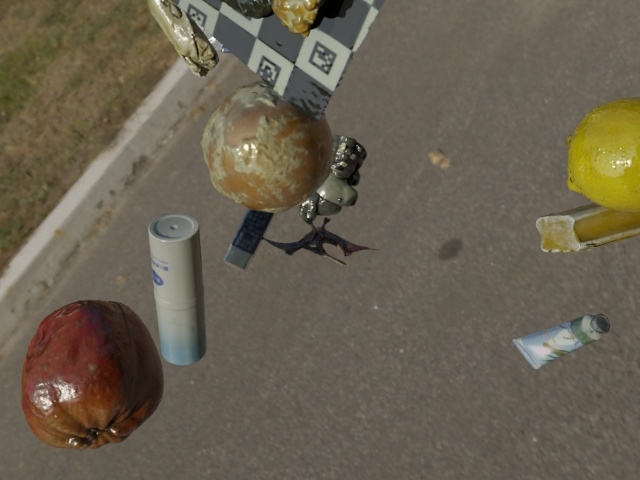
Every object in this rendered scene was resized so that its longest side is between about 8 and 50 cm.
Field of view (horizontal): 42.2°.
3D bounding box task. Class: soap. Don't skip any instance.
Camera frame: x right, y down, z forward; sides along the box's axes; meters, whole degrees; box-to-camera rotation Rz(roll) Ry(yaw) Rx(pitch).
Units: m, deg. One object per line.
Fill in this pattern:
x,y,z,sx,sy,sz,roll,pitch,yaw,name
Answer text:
0.618,-0.045,1.752,0.274,0.089,0.173,-14,1,-13,soap

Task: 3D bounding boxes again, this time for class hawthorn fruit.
-0.406,0.236,1.464,0.258,0.258,0.261,-16,84,31,hawthorn fruit

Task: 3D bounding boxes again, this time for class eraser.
-0.104,-0.048,1.466,0.092,0.046,0.212,124,172,-83,eraser

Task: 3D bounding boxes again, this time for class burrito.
-0.191,-0.289,1.123,0.055,0.149,0.041,-29,11,39,burrito

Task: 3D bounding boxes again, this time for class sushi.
-0.059,-0.218,0.670,0.050,0.215,0.192,-41,-12,-46,sushi

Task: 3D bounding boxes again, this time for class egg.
-0.077,-0.141,1.258,0.203,0.203,0.245,-42,-2,0,egg

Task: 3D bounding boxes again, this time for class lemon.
0.462,-0.126,1.217,0.206,0.173,0.173,-7,49,39,lemon

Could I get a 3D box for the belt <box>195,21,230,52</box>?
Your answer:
-0.147,-0.545,1.653,0.213,0.117,0.346,22,106,19,belt

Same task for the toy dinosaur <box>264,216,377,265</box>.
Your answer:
0.000,0.001,1.567,0.220,0.032,0.108,2,41,0,toy dinosaur

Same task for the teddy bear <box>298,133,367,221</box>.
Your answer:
0.047,-0.160,2.234,0.144,0.171,0.250,19,100,15,teddy bear

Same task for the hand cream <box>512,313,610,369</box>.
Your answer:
0.506,0.209,1.746,0.055,0.088,0.256,-42,1,-32,hand cream

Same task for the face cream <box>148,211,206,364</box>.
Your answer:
-0.219,0.080,1.287,0.077,0.250,0.077,1,36,-1,face cream
